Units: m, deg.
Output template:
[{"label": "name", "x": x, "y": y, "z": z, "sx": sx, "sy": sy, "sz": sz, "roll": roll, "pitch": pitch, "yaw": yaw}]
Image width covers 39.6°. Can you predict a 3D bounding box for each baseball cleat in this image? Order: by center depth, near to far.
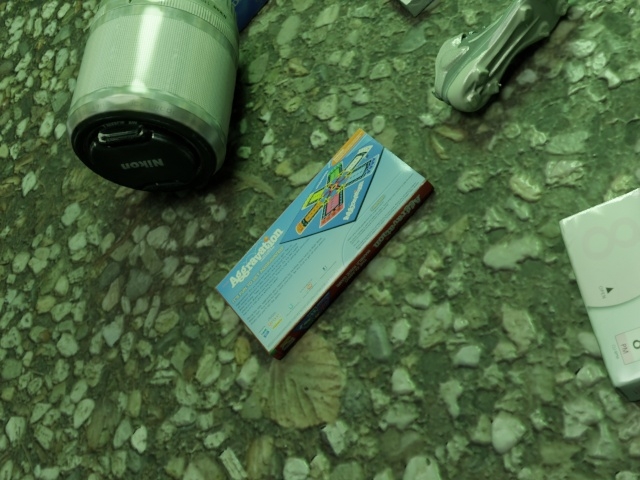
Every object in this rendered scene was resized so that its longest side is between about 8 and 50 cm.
[{"label": "baseball cleat", "x": 0.211, "y": -0.252, "z": 1.082, "sx": 0.206, "sy": 0.072, "sz": 0.109, "roll": -48, "pitch": 41, "yaw": -3}]

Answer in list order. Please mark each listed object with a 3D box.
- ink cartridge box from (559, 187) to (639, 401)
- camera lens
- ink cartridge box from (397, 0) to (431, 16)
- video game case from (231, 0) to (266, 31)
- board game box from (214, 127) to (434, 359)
[{"label": "ink cartridge box", "x": 0.361, "y": 0.024, "z": 0.828, "sx": 0.232, "sy": 0.066, "sz": 0.189, "roll": -27, "pitch": 52, "yaw": 25}, {"label": "camera lens", "x": -0.232, "y": -0.223, "z": 1.272, "sx": 0.219, "sy": 0.219, "sz": 0.274, "roll": -12, "pitch": 57, "yaw": 29}, {"label": "ink cartridge box", "x": 0.122, "y": -0.352, "z": 1.229, "sx": 0.048, "sy": 0.028, "sz": 0.083, "roll": -42, "pitch": 49, "yaw": 7}, {"label": "video game case", "x": -0.143, "y": -0.475, "z": 1.465, "sx": 0.269, "sy": 0.061, "sz": 0.244, "roll": -48, "pitch": 47, "yaw": 2}, {"label": "board game box", "x": 0.000, "y": 0.000, "z": 1.110, "sx": 0.281, "sy": 0.027, "sz": 0.145, "roll": -48, "pitch": 49, "yaw": 2}]
